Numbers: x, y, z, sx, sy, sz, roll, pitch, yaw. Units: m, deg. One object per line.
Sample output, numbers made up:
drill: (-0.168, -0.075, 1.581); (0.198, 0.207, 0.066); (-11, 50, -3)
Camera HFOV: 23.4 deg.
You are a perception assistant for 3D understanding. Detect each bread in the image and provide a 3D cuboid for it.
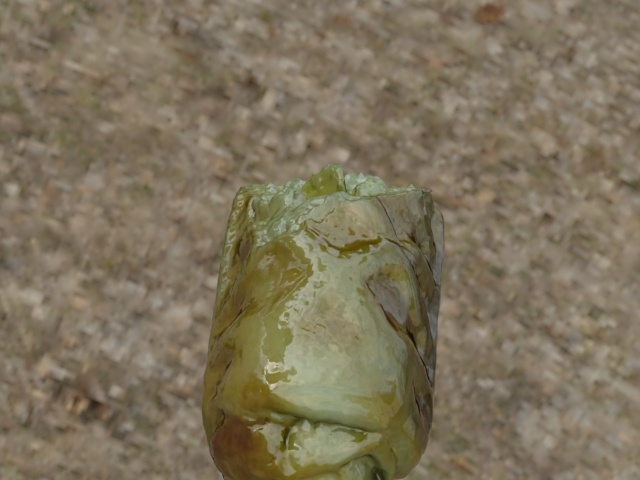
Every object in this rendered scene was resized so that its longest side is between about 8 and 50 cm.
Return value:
bread: (0.001, 0.023, 0.396); (0.060, 0.066, 0.110); (15, 44, -5)
